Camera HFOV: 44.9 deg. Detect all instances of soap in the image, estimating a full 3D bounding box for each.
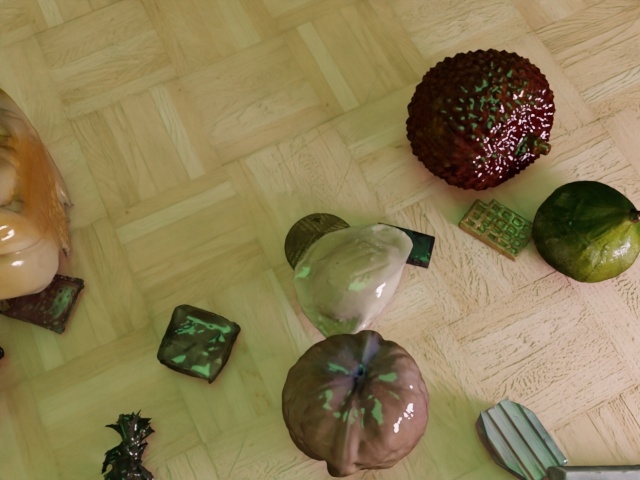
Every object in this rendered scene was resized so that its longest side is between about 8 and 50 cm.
[{"bbox_3d":[0.341,0.349,1.342,0.100,0.056,0.149,-29,70,-12],"label":"soap"}]

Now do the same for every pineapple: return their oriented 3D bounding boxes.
[{"bbox_3d":[-0.334,0.415,1.314,0.125,0.125,0.251,-2,62,1],"label":"pineapple"}]

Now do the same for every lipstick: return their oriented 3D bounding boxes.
[{"bbox_3d":[0.519,0.408,1.275,0.289,0.077,0.076,3,83,-7],"label":"lipstick"}]

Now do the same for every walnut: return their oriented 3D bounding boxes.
[{"bbox_3d":[0.057,0.275,1.291,0.248,0.248,0.249,-1,67,2],"label":"walnut"}]

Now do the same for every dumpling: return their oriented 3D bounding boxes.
[{"bbox_3d":[0.055,0.059,1.429,0.179,0.131,0.252,34,78,18],"label":"dumpling"}]

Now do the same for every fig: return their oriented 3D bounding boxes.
[{"bbox_3d":[0.498,-0.034,1.403,0.203,0.235,0.203,-1,72,2],"label":"fig"}]

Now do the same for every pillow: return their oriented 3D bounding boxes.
[{"bbox_3d":[-0.553,0.106,1.480,0.184,0.043,0.118,17,71,5],"label":"pillow"}]

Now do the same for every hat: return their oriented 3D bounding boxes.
[{"bbox_3d":[0.000,0.000,1.493,0.145,0.067,0.146,-1,67,1],"label":"hat"}]

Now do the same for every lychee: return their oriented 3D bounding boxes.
[{"bbox_3d":[0.305,-0.232,1.476,0.276,0.276,0.304,-45,52,-15],"label":"lychee"}]

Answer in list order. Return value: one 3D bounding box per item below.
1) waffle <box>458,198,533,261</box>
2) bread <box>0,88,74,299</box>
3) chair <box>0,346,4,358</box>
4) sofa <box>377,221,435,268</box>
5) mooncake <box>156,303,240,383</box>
[{"bbox_3d":[0.349,-0.028,1.520,0.135,0.021,0.092,35,74,14],"label":"waffle"},{"bbox_3d":[-0.595,-0.082,1.406,0.328,0.245,0.424,15,35,-26],"label":"bread"},{"bbox_3d":[-0.714,0.196,1.371,0.203,0.416,0.241,-39,115,-2],"label":"chair"},{"bbox_3d":[0.159,0.009,1.500,0.117,0.039,0.060,14,70,7],"label":"sofa"},{"bbox_3d":[-0.225,0.188,1.418,0.129,0.073,0.125,21,66,8],"label":"mooncake"}]
